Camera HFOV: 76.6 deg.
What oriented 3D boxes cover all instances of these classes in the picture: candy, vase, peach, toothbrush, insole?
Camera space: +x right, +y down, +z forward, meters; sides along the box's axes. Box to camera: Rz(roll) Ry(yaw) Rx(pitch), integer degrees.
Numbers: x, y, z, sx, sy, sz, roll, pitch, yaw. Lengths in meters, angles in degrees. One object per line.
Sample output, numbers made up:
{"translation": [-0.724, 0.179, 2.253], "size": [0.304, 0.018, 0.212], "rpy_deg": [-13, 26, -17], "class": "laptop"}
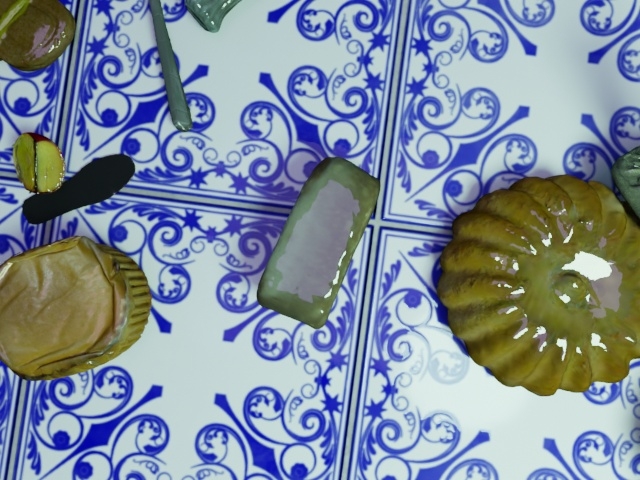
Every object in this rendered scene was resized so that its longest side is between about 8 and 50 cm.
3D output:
{"translation": [0.000, 0.000, 0.571], "size": [0.104, 0.102, 0.233], "rpy_deg": [24, 90, 1], "class": "candy"}
{"translation": [-0.130, -0.378, 0.597], "size": [0.149, 0.081, 0.081], "rpy_deg": [-42, 89, 2], "class": "vase"}
{"translation": [-0.412, -0.112, 0.600], "size": [0.077, 0.050, 0.083], "rpy_deg": [-36, 76, 24], "class": "peach"}
{"translation": [-0.240, -0.309, 0.618], "size": [0.030, 0.031, 0.296], "rpy_deg": [-13, 90, -18], "class": "toothbrush"}
{"translation": [-0.370, -0.078, 0.623], "size": [0.189, 0.004, 0.064], "rpy_deg": [-25, 88, 0], "class": "insole"}

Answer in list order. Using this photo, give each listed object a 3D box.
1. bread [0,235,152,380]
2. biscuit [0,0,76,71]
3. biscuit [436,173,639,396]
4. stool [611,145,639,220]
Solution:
{"translation": [-0.345, 0.093, 0.571], "size": [0.200, 0.104, 0.198], "rpy_deg": [0, 84, -1], "class": "bread"}
{"translation": [-0.509, -0.382, 0.615], "size": [0.291, 0.041, 0.208], "rpy_deg": [38, 88, 1], "class": "biscuit"}
{"translation": [0.334, 0.065, 0.572], "size": [0.327, 0.107, 0.324], "rpy_deg": [0, 91, -1], "class": "biscuit"}
{"translation": [0.580, -0.070, 0.455], "size": [0.311, 0.226, 0.310], "rpy_deg": [-19, 65, -13], "class": "stool"}
